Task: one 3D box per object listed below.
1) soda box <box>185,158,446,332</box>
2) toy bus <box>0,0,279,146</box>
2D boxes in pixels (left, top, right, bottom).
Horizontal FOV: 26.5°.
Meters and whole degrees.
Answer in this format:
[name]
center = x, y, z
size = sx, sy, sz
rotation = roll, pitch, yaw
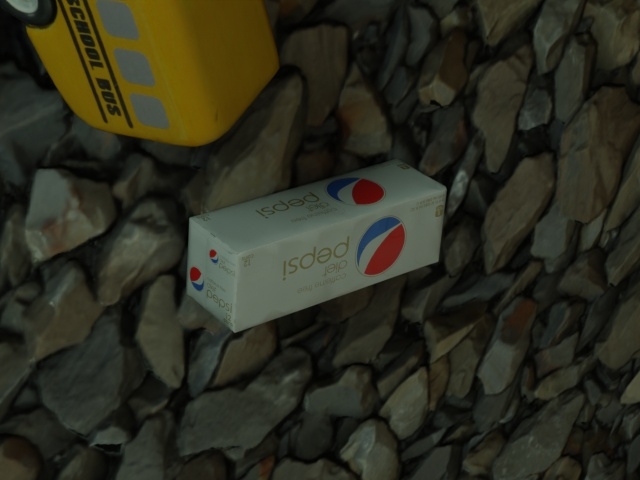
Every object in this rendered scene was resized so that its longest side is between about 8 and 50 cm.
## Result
[soda box]
center = 0.000, 0.000, 1.092
size = 0.216, 0.069, 0.074
rotation = -18, 126, -35
[toy bus]
center = -0.131, -0.217, 0.768
size = 0.108, 0.130, 0.333
rotation = -53, 143, -35
